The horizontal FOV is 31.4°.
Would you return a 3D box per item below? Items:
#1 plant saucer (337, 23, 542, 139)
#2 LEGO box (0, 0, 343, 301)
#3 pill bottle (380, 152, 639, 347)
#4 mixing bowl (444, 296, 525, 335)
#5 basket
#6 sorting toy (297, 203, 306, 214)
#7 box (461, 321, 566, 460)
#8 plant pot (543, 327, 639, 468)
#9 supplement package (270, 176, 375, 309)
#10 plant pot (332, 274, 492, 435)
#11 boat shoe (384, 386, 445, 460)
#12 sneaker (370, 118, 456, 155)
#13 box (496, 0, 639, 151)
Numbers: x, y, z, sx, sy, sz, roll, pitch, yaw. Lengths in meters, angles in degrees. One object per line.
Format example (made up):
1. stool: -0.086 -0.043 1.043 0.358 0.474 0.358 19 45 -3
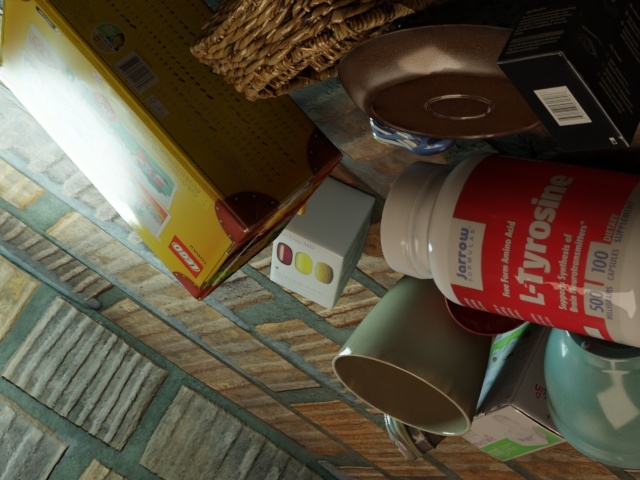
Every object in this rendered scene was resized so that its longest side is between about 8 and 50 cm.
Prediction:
1. plant saucer: 0.176 -0.186 1.435 0.311 0.050 0.310 3 167 1
2. LEGO box: -0.245 -0.191 1.705 0.500 0.193 0.372 48 156 2
3. pill bottle: 0.301 0.000 1.601 0.408 0.229 0.229 12 151 34
4. mixing bowl: 0.270 0.054 1.854 0.181 0.181 0.098 39 -177 -22
5. basket: -0.004 -0.265 1.433 0.223 0.213 0.299 37 155 -16
6. sorting toy: -0.157 -0.131 1.941 0.348 0.047 0.196 20 122 41
7. box: 0.371 0.247 2.013 0.127 0.231 0.262 31 155 -4
8. plant pot: 0.462 0.160 1.682 0.293 0.293 0.196 13 146 33
9. supplement package: 0.000 0.000 2.054 0.139 0.134 0.244 25 156 8
10. plant pot: 0.194 0.153 1.970 0.256 0.274 0.256 24 156 11
11. boat shoe: 0.194 0.255 2.161 0.130 0.355 0.132 -23 132 18
12. sneaker: 0.133 -0.166 1.680 0.144 0.053 0.059 13 150 30
13. box: 0.298 -0.208 1.277 0.093 0.158 0.156 -1 142 48
